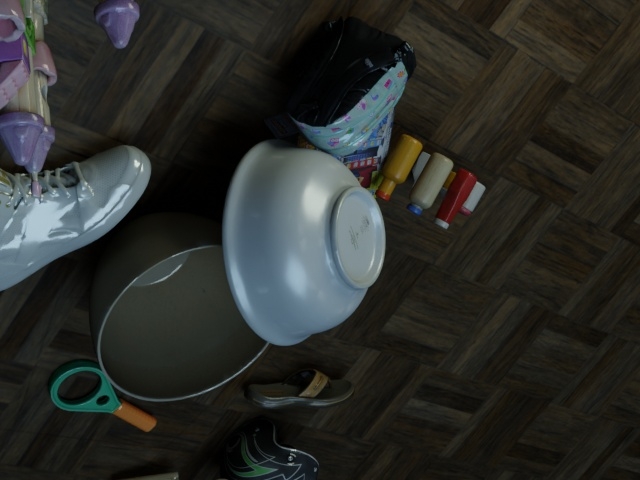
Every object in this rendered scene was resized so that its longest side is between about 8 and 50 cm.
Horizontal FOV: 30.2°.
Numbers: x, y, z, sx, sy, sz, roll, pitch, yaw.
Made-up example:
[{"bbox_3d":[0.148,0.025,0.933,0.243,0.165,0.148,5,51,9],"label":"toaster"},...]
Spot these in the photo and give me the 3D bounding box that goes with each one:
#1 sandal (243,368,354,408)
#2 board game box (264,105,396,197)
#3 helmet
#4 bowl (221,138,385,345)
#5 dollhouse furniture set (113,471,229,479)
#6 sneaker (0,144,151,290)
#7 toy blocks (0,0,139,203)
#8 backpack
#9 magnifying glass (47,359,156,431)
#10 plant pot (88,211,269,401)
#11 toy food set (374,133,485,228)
[{"bbox_3d":[-0.033,0.258,2.114,0.219,0.090,0.060,3,102,-27],"label":"sandal"},{"bbox_3d":[0.008,-0.142,1.800,0.194,0.060,0.194,-11,131,-24],"label":"board game box"},{"bbox_3d":[-0.092,0.421,2.138,0.169,0.161,0.169,-18,134,-20],"label":"helmet"},{"bbox_3d":[0.000,0.000,1.651,0.298,0.134,0.297,7,81,-59],"label":"bowl"},{"bbox_3d":[-0.291,0.569,2.178,0.303,0.173,0.355,-5,151,-9],"label":"dollhouse furniture set"},{"bbox_3d":[-0.379,-0.061,1.582,0.293,0.108,0.169,-36,140,0],"label":"sneaker"},{"bbox_3d":[-0.315,-0.207,1.269,0.309,0.260,0.288,-7,163,-5],"label":"toy blocks"},{"bbox_3d":[0.038,-0.212,1.671,0.182,0.152,0.115,-52,141,-11],"label":"backpack"},{"bbox_3d":[-0.351,0.262,1.936,0.092,0.026,0.231,-43,137,6],"label":"magnifying glass"},{"bbox_3d":[-0.220,0.066,1.733,0.284,0.191,0.284,-18,134,-20],"label":"plant pot"},{"bbox_3d":[0.181,-0.077,1.897,0.104,0.111,0.232,-61,153,1],"label":"toy food set"}]
